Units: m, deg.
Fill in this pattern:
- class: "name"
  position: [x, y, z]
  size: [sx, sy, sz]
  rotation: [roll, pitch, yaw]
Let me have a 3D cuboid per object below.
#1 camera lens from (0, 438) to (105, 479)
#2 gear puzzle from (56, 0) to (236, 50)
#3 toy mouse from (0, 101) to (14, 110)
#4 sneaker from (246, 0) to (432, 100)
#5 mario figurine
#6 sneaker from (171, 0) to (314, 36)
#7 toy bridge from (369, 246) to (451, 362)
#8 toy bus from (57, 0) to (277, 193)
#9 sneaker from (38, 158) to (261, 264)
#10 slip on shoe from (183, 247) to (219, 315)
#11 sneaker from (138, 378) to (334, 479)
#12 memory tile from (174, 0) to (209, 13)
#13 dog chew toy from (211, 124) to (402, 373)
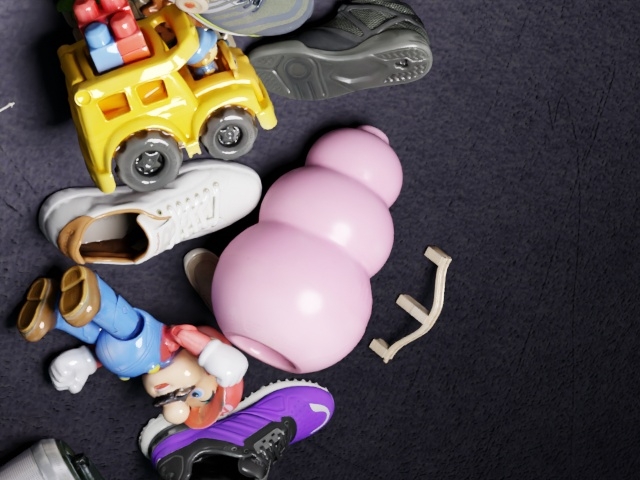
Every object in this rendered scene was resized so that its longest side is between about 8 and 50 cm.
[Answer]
- class: "camera lens"
  position: [-0.390, 0.409, 1.776]
  size: [0.274, 0.219, 0.219]
  rotation: [-34, 132, -8]
- class: "gear puzzle"
  position: [-0.209, -0.280, 1.547]
  size: [0.175, 0.044, 0.339]
  rotation: [-32, 132, -10]
- class: "toy mouse"
  position: [-0.428, -0.088, 1.547]
  size: [0.161, 0.031, 0.143]
  rotation: [-11, 125, -26]
- class: "sneaker"
  position: [0.021, -0.247, 1.698]
  size: [0.228, 0.130, 0.087]
  rotation: [-9, 135, 7]
- class: "mario figurine"
  position: [-0.225, 0.162, 1.741]
  size: [0.321, 0.198, 0.170]
  rotation: [33, 86, -38]
- class: "sneaker"
  position: [-0.112, -0.292, 1.512]
  size: [0.300, 0.121, 0.111]
  rotation: [12, 97, -44]
- class: "toy bridge"
  position: [0.141, 0.103, 2.010]
  size: [0.026, 0.063, 0.188]
  rotation: [6, 118, -56]
- class: "toy bus"
  position: [-0.180, -0.188, 1.503]
  size: [0.220, 0.149, 0.211]
  rotation: [-21, 129, -7]
- class: "sneaker"
  position: [-0.190, -0.020, 1.684]
  size: [0.290, 0.123, 0.105]
  rotation: [-14, 125, -25]
- class: "slip on shoe"
  position: [-0.140, 0.066, 1.824]
  size: [0.051, 0.041, 0.135]
  rotation: [-31, 131, -11]
- class: "sneaker"
  position: [-0.096, 0.296, 1.935]
  size: [0.293, 0.146, 0.102]
  rotation: [-13, 126, -24]
- class: "memory tile"
  position: [-0.136, -0.280, 1.398]
  size: [0.113, 0.148, 0.012]
  rotation: [22, 63, -29]
- class: "dog chew toy"
  position: [0.000, 0.000, 1.750]
  size: [0.206, 0.207, 0.331]
  rotation: [43, 67, -43]
